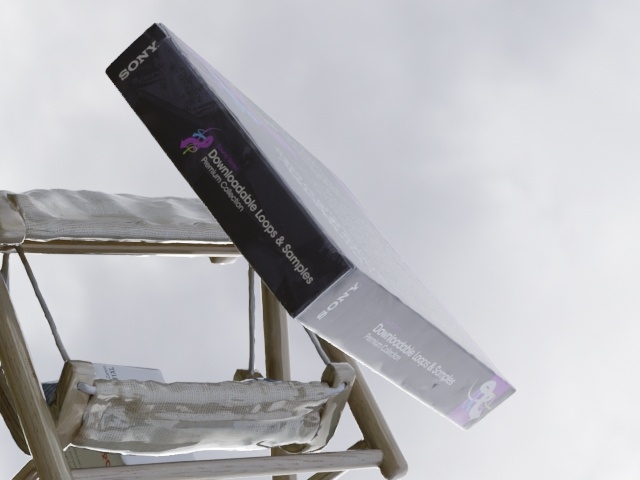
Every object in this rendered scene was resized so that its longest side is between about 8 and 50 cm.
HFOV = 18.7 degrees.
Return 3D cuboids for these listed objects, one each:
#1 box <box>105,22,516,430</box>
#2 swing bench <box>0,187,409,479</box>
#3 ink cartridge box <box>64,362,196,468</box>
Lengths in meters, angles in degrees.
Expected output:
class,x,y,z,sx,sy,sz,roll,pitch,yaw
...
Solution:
class,x,y,z,sx,sy,sz,roll,pitch,yaw
box,0.000,0.000,0.664,0.029,0.162,0.116,-41,-119,4
swing bench,-0.112,0.071,1.285,0.165,0.253,0.255,-43,-125,49
ink cartridge box,-0.175,0.205,1.582,0.175,0.072,0.127,-60,-142,31
